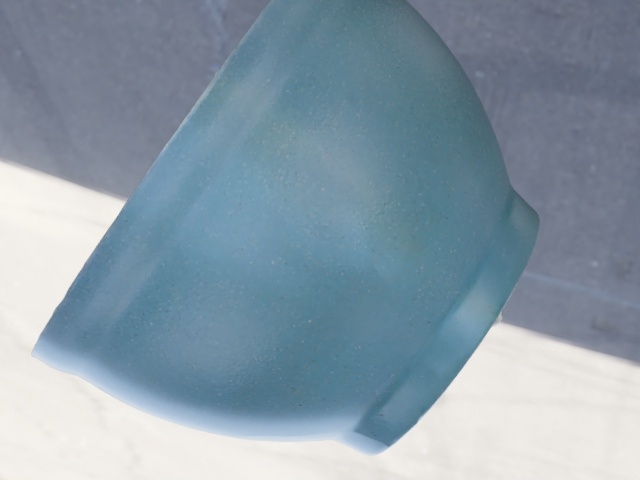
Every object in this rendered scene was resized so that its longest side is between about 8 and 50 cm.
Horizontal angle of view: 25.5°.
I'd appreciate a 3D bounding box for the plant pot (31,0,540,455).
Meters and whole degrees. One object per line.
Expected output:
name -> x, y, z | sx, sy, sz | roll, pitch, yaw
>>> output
plant pot -> 0.000, 0.000, 0.816 | 0.196, 0.293, 0.293 | 35, 162, -5
